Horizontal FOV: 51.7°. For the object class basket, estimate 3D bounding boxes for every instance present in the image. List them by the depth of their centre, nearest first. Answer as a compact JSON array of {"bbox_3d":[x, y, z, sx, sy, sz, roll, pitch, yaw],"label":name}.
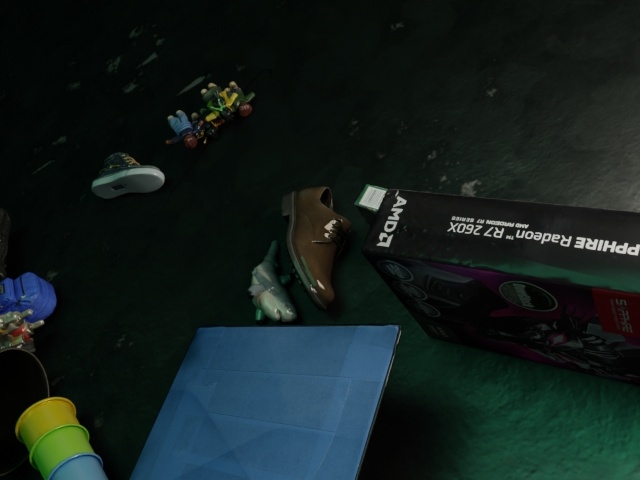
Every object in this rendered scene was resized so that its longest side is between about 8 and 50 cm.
[{"bbox_3d":[-0.598,0.291,1.113,0.226,0.154,0.204,-11,58,29],"label":"basket"}]

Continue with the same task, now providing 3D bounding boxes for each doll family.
[{"bbox_3d":[-0.220,-0.244,1.306,0.193,0.076,0.111,-41,51,7],"label":"doll family"}]

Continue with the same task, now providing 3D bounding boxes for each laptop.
[{"bbox_3d":[-0.177,0.228,0.677,0.382,0.408,0.236,-9,86,45],"label":"laptop"}]

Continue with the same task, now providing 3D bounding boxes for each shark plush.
[{"bbox_3d":[-0.070,0.068,1.029,0.067,0.073,0.161,-8,32,4],"label":"shark plush"}]

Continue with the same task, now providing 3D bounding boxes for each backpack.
[{"bbox_3d":[-0.566,0.120,1.243,0.120,0.101,0.098,-33,53,0],"label":"backpack"}]

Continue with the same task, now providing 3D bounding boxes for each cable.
[{"bbox_3d":[-0.634,0.192,1.173,0.287,0.139,0.072,-16,73,0],"label":"cable"}]

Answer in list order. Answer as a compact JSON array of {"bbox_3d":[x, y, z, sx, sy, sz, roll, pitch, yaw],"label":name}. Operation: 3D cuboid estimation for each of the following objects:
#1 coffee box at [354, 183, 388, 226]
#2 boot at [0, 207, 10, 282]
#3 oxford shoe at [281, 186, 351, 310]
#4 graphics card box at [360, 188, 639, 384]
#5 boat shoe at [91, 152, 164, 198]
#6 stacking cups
[{"bbox_3d":[0.144,-0.013,0.892,0.184,0.113,0.040,19,69,37],"label":"coffee box"},{"bbox_3d":[-0.792,0.094,1.372,0.348,0.131,0.260,-26,55,0],"label":"boot"},{"bbox_3d":[0.000,0.000,0.993,0.096,0.083,0.227,-20,52,13],"label":"oxford shoe"},{"bbox_3d":[0.253,0.056,0.697,0.371,0.233,0.094,10,65,35],"label":"graphics card box"},{"bbox_3d":[-0.384,-0.142,1.335,0.183,0.065,0.083,-7,57,29],"label":"boat shoe"},{"bbox_3d":[-0.340,0.363,0.955,0.096,0.096,0.316,-47,53,-5],"label":"stacking cups"}]
